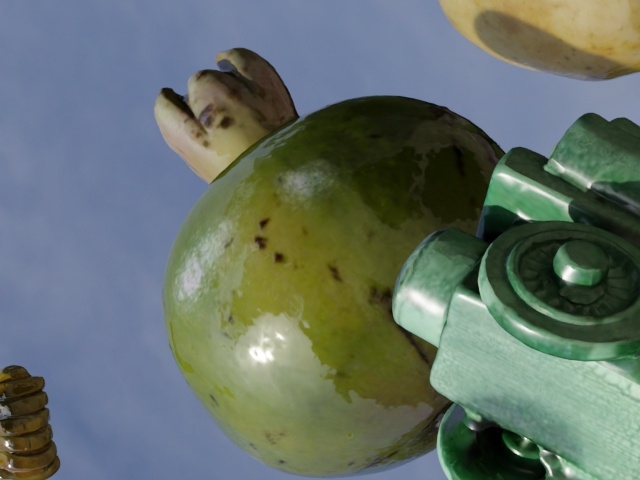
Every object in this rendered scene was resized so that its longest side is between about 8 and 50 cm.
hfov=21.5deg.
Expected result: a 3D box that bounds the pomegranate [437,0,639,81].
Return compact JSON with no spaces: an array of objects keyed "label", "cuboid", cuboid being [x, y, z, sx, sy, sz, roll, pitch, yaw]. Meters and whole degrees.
[{"label":"pomegranate","cuboid":[0.239,-0.295,1.449,0.332,0.333,0.332,33,-136,-39]}]

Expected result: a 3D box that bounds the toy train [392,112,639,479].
[{"label":"toy train","cuboid":[0.105,0.033,0.345,0.178,0.071,0.104,28,-135,18]}]

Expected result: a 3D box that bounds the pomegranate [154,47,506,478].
[{"label":"pomegranate","cuboid":[-0.003,0.014,0.766,0.179,0.210,0.179,-38,-41,-44]}]

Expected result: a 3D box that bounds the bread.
[{"label":"bread","cuboid":[-0.217,0.134,1.216,0.033,0.049,0.088,-51,-44,-80]}]
